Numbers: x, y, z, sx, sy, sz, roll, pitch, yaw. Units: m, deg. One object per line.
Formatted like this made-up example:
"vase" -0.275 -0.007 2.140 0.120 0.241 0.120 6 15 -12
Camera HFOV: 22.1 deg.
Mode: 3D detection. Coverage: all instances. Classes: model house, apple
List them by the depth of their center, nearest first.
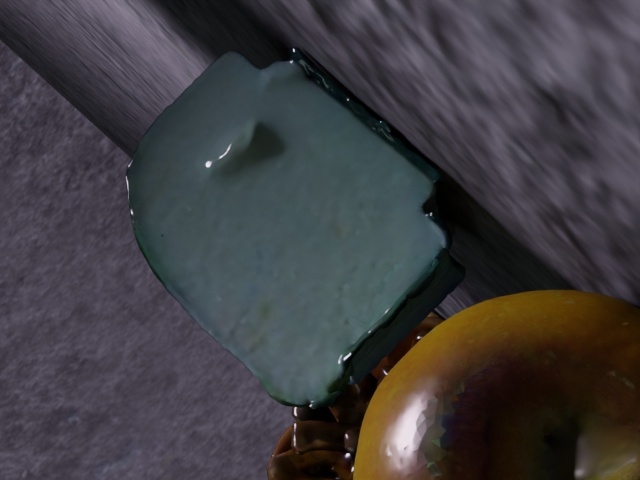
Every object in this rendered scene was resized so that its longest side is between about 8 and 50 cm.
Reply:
"apple" 0.092 0.097 0.612 0.163 0.146 0.147 42 172 35
"model house" 0.000 0.000 0.760 0.148 0.119 0.149 41 -177 19

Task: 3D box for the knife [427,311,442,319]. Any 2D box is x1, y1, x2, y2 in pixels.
"knife" 0.028 0.017 1.213 0.298 0.017 0.047 40 -179 28

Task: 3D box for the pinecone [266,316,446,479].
"pinecone" 0.084 0.174 1.013 0.244 0.244 0.309 38 158 50
